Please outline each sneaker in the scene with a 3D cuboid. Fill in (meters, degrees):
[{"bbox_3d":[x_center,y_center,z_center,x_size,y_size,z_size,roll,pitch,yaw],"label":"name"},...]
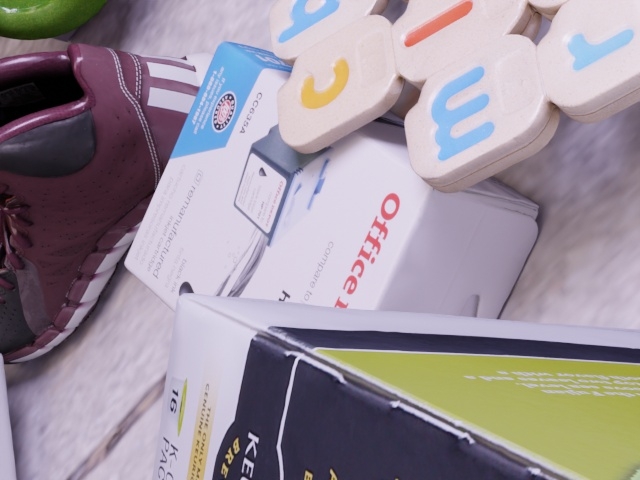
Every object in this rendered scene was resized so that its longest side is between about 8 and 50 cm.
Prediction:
[{"bbox_3d":[-0.186,-0.031,0.998,0.281,0.162,0.106,-44,51,32],"label":"sneaker"}]

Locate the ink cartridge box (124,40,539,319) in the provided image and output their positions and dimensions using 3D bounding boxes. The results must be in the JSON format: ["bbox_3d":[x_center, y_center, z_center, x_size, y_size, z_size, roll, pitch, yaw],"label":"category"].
[{"bbox_3d":[0.000,0.000,0.845,0.191,0.082,0.139,38,108,47],"label":"ink cartridge box"}]

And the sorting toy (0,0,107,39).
[{"bbox_3d":[-0.200,-0.131,0.997,0.126,0.127,0.365,-82,17,-52],"label":"sorting toy"}]

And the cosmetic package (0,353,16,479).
[{"bbox_3d":[-0.291,0.173,1.048,0.151,0.151,0.183,-16,79,47],"label":"cosmetic package"}]

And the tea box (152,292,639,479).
[{"bbox_3d":[0.084,0.206,0.519,0.323,0.220,0.329,-159,76,-64],"label":"tea box"}]

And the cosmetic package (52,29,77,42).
[{"bbox_3d":[-0.154,-0.255,1.070,0.238,0.107,0.127,-46,50,35],"label":"cosmetic package"}]

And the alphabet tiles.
[{"bbox_3d":[0.089,-0.158,0.777,0.278,0.021,0.284,-28,48,27],"label":"alphabet tiles"}]
